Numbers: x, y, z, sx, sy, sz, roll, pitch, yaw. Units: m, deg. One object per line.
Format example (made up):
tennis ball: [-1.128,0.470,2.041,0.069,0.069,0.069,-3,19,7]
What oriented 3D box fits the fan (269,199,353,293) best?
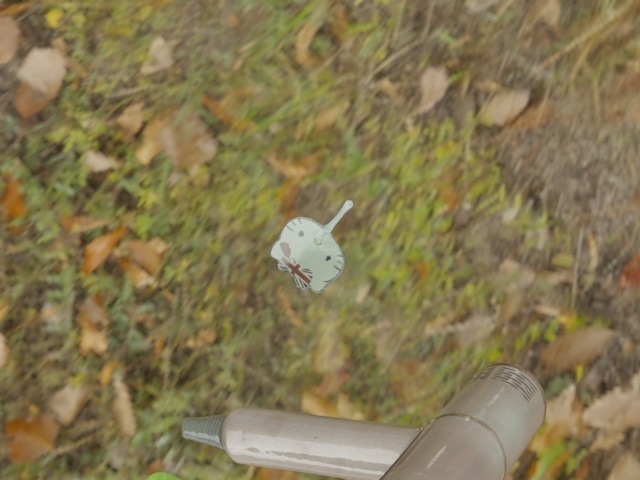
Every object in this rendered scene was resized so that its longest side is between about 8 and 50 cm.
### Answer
fan: [0.000,0.000,1.203,0.056,0.004,0.083,43,117,3]

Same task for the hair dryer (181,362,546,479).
hair dryer: [-0.004,0.122,0.919,0.220,0.195,0.054,1,106,23]

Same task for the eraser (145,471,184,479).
eraser: [-0.216,0.413,1.735,0.092,0.274,0.210,29,132,-26]
